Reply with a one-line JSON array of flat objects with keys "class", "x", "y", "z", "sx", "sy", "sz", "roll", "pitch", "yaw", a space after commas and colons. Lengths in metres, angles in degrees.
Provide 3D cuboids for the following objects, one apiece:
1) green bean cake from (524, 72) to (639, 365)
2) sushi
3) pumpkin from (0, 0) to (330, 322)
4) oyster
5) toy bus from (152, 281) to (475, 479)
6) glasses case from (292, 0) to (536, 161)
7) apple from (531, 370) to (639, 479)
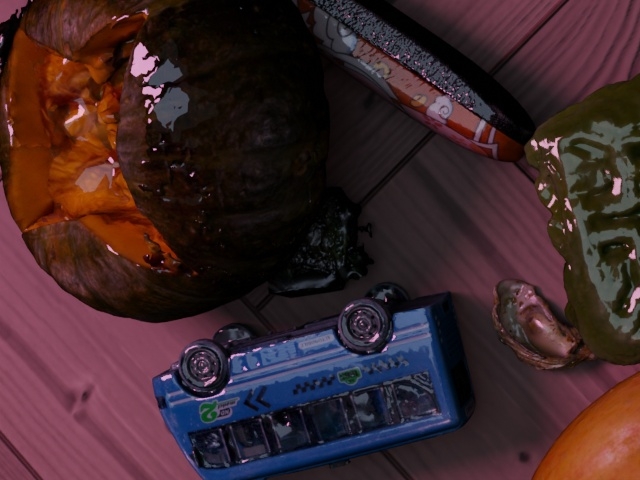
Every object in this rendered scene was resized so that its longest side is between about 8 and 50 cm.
[{"class": "green bean cake", "x": 0.288, "y": -0.027, "z": 1.390, "sx": 0.248, "sy": 0.125, "sz": 0.222, "roll": -17, "pitch": 86, "yaw": 15}, {"class": "sushi", "x": 0.000, "y": 0.000, "z": 1.509, "sx": 0.085, "sy": 0.056, "sz": 0.083, "roll": -10, "pitch": 80, "yaw": 16}, {"class": "pumpkin", "x": -0.127, "y": -0.086, "z": 1.438, "sx": 0.320, "sy": 0.192, "sz": 0.320, "roll": 10, "pitch": 104, "yaw": 47}, {"class": "oyster", "x": 0.179, "y": 0.071, "z": 1.479, "sx": 0.081, "sy": 0.038, "sz": 0.083, "roll": -6, "pitch": 59, "yaw": -9}, {"class": "toy bus", "x": -0.003, "y": 0.120, "z": 1.479, "sx": 0.246, "sy": 0.113, "sz": 0.134, "roll": -16, "pitch": 92, "yaw": 13}, {"class": "glasses case", "x": 0.059, "y": -0.150, "z": 1.465, "sx": 0.267, "sy": 0.103, "sz": 0.067, "roll": 35, "pitch": 97, "yaw": 14}, {"class": "apple", "x": 0.296, "y": 0.224, "z": 1.302, "sx": 0.275, "sy": 0.299, "sz": 0.299, "roll": -29, "pitch": 83, "yaw": -1}]
